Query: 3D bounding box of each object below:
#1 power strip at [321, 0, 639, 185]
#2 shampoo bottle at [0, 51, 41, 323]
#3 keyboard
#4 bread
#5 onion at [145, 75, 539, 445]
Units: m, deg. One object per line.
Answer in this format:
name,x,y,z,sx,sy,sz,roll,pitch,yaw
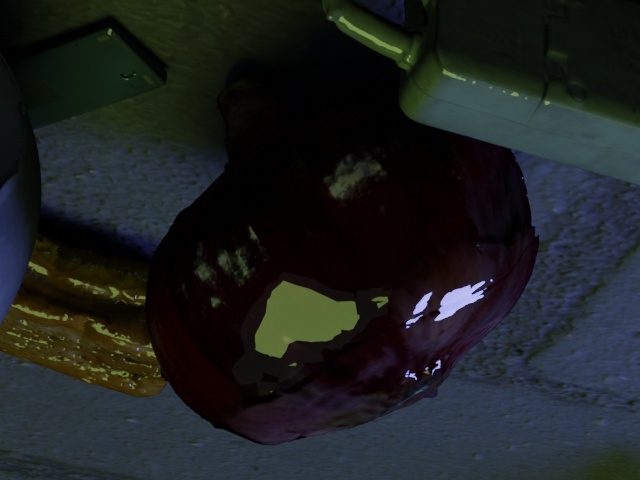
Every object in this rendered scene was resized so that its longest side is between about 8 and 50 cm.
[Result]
power strip,0.135,-0.089,0.777,0.288,0.093,0.053,15,146,-12
shampoo bottle,-0.305,-0.007,0.810,0.273,0.273,0.266,20,131,-21
keyboard,-0.179,-0.092,0.909,0.176,0.014,0.055,-15,142,31
bread,-0.221,0.036,1.065,0.271,0.077,0.139,20,150,-18
onion,0.000,0.000,0.858,0.252,0.219,0.252,-35,170,-7
